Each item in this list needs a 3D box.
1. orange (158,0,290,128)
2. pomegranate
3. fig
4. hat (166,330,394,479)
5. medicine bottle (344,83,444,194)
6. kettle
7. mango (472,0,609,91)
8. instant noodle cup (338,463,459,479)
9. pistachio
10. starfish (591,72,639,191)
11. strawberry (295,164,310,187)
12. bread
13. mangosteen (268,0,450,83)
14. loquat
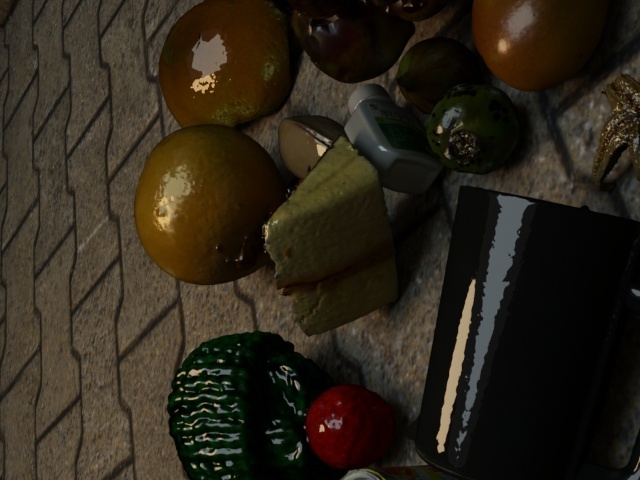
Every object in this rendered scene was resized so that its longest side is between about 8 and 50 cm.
[{"bbox_3d":[-0.188,-0.333,1.845,0.334,0.196,0.263,-15,79,39],"label":"orange"},{"bbox_3d":[0.193,-0.137,1.239,0.122,0.122,0.161,-57,-1,27],"label":"pomegranate"},{"bbox_3d":[0.151,-0.217,1.311,0.109,0.154,0.103,46,130,12],"label":"fig"},{"bbox_3d":[-0.037,0.258,1.403,0.332,0.242,0.274,-12,104,31],"label":"hat"},{"bbox_3d":[0.098,-0.150,1.398,0.069,0.119,0.183,-59,36,30],"label":"medicine bottle"},{"bbox_3d":[0.251,0.114,1.064,0.203,0.262,0.308,-50,-29,-87],"label":"kettle"},{"bbox_3d":[0.272,-0.306,1.188,0.175,0.139,0.254,4,74,44],"label":"mango"},{"bbox_3d":[0.105,0.363,1.182,0.205,0.153,0.205,-23,61,49],"label":"instant noodle cup"},{"bbox_3d":[0.002,-0.145,1.542,0.108,0.126,0.185,-48,42,-12],"label":"pistachio"},{"bbox_3d":[0.355,-0.134,1.066,0.190,0.074,0.146,-48,49,39],"label":"starfish"},{"bbox_3d":[0.015,0.001,1.478,0.087,0.167,0.208,-6,75,14],"label":"strawberry"},{"bbox_3d":[0.000,0.000,1.352,0.135,0.178,0.240,53,163,49],"label":"bread"},{"bbox_3d":[0.063,-0.447,1.355,0.381,0.381,0.421,-44,58,39],"label":"mangosteen"},{"bbox_3d":[-0.179,-0.051,1.635,0.275,0.275,0.275,-25,59,50],"label":"loquat"}]
